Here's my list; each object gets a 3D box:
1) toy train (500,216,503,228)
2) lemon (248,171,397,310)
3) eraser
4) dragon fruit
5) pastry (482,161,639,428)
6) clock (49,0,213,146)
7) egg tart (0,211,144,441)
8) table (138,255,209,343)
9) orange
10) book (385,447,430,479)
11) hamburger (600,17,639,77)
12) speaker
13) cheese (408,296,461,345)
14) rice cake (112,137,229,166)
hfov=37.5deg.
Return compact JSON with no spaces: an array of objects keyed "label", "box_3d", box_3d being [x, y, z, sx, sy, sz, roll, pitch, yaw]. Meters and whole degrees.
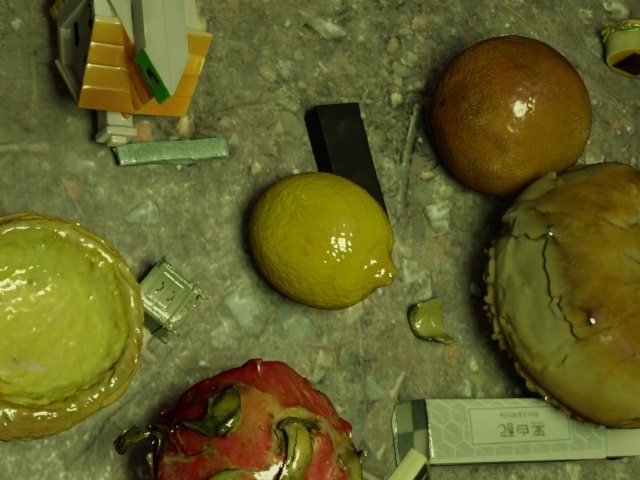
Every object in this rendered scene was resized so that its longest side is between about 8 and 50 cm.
[{"label":"toy train","box_3d":[0.374,-0.026,1.600,0.147,0.038,0.071,-15,81,-31]},{"label":"lemon","box_3d":[0.000,0.000,1.316,0.244,0.187,0.187,32,55,25]},{"label":"eraser","box_3d":[0.307,0.288,1.424,0.403,0.098,0.096,4,72,-26]},{"label":"dragon fruit","box_3d":[-0.067,0.300,1.117,0.250,0.269,0.291,-20,61,6]},{"label":"pastry","box_3d":[0.425,0.082,1.404,0.409,0.245,0.410,10,62,-20]},{"label":"clock","box_3d":[-0.251,-0.290,1.255,0.166,0.235,0.310,1,77,-34]},{"label":"egg tart","box_3d":[-0.358,0.109,1.131,0.293,0.123,0.294,10,65,-23]},{"label":"table","box_3d":[-0.207,0.080,1.250,0.083,0.062,0.079,42,60,-9]},{"label":"orange","box_3d":[0.305,-0.192,1.501,0.264,0.264,0.264,9,70,-25]},{"label":"book","box_3d":[0.058,0.430,1.139,0.035,0.352,0.239,28,56,27]},{"label":"hamburger","box_3d":[0.595,-0.368,1.779,0.141,0.126,0.082,15,74,1]},{"label":"speaker","box_3d":[0.044,-0.102,1.451,0.082,0.044,0.218,-10,79,-30]},{"label":"cheese","box_3d":[0.175,0.134,1.442,0.060,0.041,0.084,-11,63,-37]},{"label":"rice cake","box_3d":[-0.210,-0.125,1.337,0.170,0.029,0.033,-6,80,-29]}]
